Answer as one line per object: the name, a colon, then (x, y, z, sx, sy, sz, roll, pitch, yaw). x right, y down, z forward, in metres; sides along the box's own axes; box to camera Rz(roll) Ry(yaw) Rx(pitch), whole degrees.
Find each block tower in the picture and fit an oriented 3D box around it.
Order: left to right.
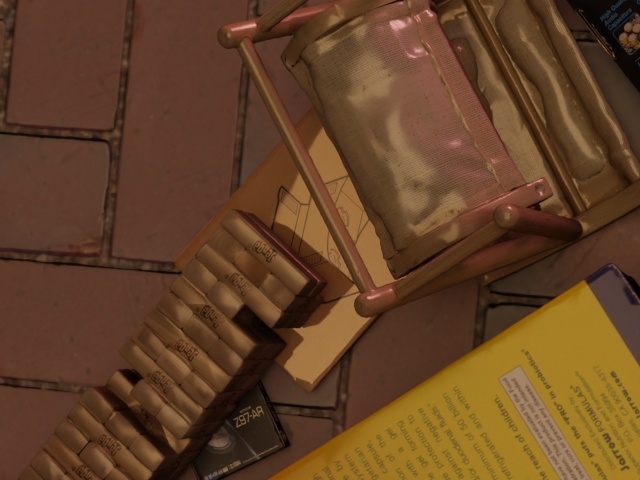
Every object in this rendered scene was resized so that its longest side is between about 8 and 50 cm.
block tower: (-0.132, 0.134, 1.475, 0.097, 0.091, 0.335, 42, 98, 14)

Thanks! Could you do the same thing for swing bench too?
swing bench: (0.099, -0.100, 1.392, 0.165, 0.255, 0.253, -33, 77, 33)

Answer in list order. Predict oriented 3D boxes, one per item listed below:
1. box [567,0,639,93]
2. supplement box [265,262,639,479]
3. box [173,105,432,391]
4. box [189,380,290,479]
box: (0.362, -0.201, 1.365, 0.295, 0.073, 0.293, -43, 76, 28)
supplement box: (0.134, 0.195, 1.374, 0.356, 0.194, 0.195, -33, 79, 10)
box: (0.000, 0.000, 1.509, 0.164, 0.021, 0.201, 43, 96, 12)
box: (-0.077, 0.162, 1.517, 0.083, 0.018, 0.067, -26, 81, 11)
